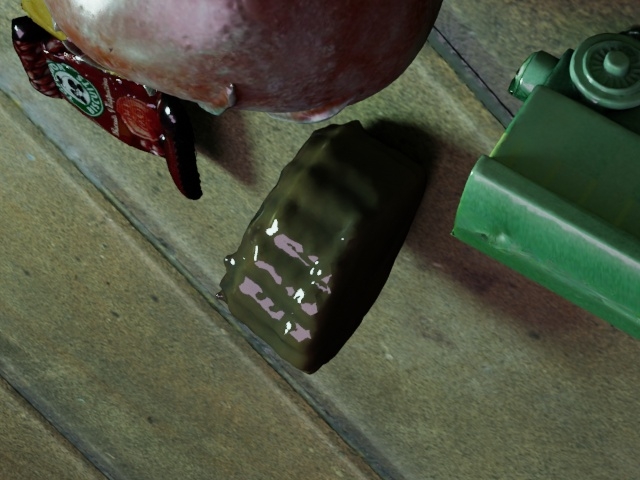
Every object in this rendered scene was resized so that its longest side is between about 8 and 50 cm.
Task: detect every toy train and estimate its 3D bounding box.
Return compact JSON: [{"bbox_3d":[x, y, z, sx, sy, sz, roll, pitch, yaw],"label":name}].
[{"bbox_3d":[0.257,-0.030,1.513,0.301,0.202,0.120,30,155,12],"label":"toy train"}]

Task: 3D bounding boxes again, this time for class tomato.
[{"bbox_3d":[-0.056,-0.230,1.455,0.316,0.316,0.282,25,117,22],"label":"tomato"}]

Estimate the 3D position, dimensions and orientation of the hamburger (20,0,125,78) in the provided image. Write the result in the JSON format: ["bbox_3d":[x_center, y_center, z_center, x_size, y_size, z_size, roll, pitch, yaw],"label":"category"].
[{"bbox_3d":[-0.163,-0.251,1.733,0.211,0.132,0.309,30,150,17],"label":"hamburger"}]

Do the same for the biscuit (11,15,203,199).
[{"bbox_3d":[-0.211,-0.146,2.011,0.235,0.063,0.151,30,150,20],"label":"biscuit"}]

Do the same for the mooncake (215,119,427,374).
[{"bbox_3d":[0.000,0.000,1.828,0.124,0.228,0.228,32,151,11],"label":"mooncake"}]
